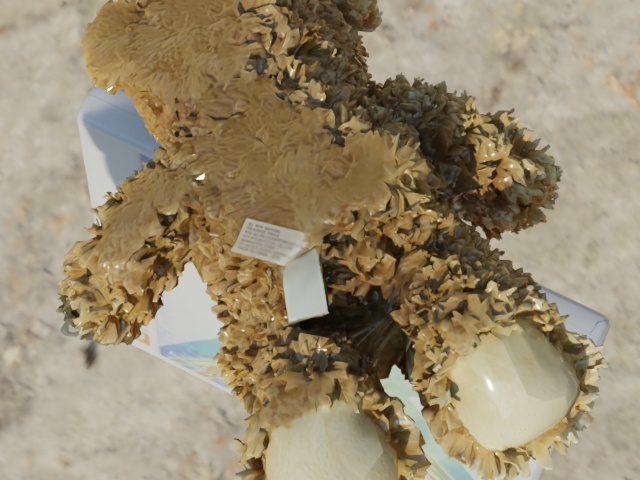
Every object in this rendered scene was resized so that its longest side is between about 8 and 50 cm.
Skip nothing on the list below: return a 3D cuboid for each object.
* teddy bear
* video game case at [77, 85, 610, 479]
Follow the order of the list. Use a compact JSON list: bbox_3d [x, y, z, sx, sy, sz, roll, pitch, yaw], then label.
[{"bbox_3d":[0.000,0.000,0.788,0.245,0.113,0.338,-44,56,-6],"label":"teddy bear"},{"bbox_3d":[0.002,0.056,1.027,0.329,0.300,0.036,25,63,11],"label":"video game case"}]
